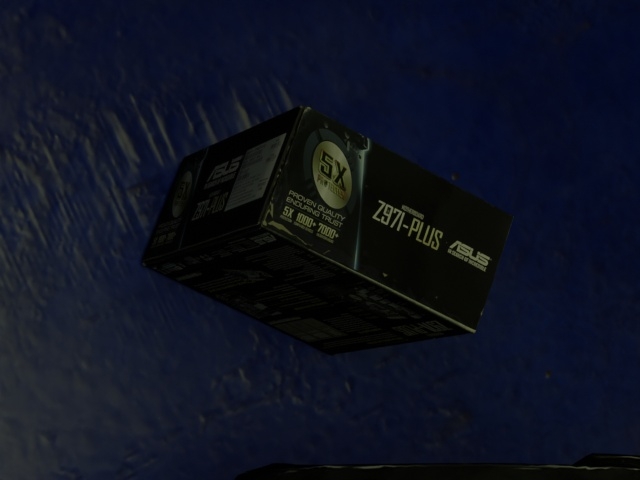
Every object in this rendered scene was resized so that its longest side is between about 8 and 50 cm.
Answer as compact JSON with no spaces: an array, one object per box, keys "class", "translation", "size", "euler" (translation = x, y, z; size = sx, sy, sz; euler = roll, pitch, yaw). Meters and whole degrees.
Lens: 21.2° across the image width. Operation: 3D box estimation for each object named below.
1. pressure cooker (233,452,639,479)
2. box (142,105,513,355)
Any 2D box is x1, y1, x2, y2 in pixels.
[{"class":"pressure cooker","translation":[0.110,0.332,0.918],"size":[0.370,0.375,0.420],"euler":[7,78,-29]},{"class":"box","translation":[0.000,0.000,1.020],"size":[0.147,0.180,0.077],"euler":[27,71,-21]}]
